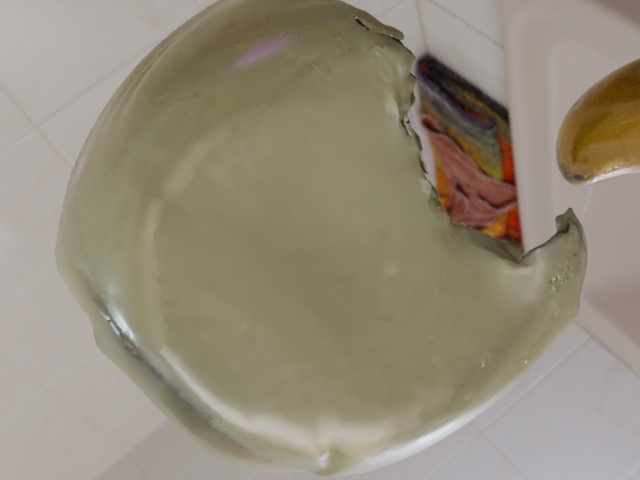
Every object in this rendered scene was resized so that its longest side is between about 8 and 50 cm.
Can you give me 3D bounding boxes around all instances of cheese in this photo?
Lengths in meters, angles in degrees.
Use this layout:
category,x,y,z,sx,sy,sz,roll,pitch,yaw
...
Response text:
category,x,y,z,sx,sy,sz,roll,pitch,yaw
cheese,0.000,0.000,0.448,0.266,0.233,0.127,53,-172,-19

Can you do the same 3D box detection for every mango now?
category,x,y,z,sx,sy,sz,roll,pitch,yaw
mango,0.254,-0.082,0.544,0.075,0.190,0.098,-29,-65,-69
